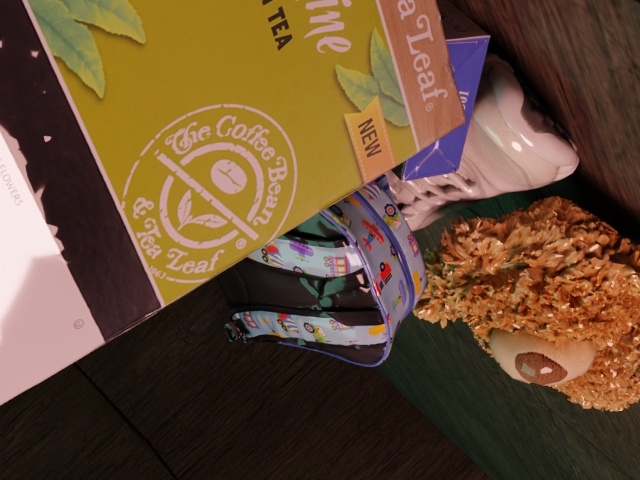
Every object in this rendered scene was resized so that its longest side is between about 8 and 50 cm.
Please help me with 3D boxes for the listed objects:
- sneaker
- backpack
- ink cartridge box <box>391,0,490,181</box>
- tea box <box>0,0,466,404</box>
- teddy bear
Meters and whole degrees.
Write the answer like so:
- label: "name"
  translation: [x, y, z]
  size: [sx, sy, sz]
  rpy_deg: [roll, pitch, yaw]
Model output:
- label: "sneaker"
  translation: [0.086, -0.055, 0.974]
  size: [0.110, 0.118, 0.292]
  rpy_deg: [50, 171, -7]
- label: "backpack"
  translation: [0.000, 0.000, 0.934]
  size: [0.173, 0.117, 0.158]
  rpy_deg: [13, 132, 48]
- label: "ink cartridge box"
  translation: [0.025, -0.134, 0.901]
  size: [0.207, 0.046, 0.097]
  rpy_deg: [49, 140, 44]
- label: "tea box"
  translation: [-0.141, -0.151, 0.715]
  size: [0.220, 0.324, 0.329]
  rpy_deg: [38, 155, 49]
- label: "teddy bear"
  translation: [0.174, 0.070, 1.045]
  size: [0.245, 0.113, 0.338]
  rpy_deg: [35, 173, -1]
